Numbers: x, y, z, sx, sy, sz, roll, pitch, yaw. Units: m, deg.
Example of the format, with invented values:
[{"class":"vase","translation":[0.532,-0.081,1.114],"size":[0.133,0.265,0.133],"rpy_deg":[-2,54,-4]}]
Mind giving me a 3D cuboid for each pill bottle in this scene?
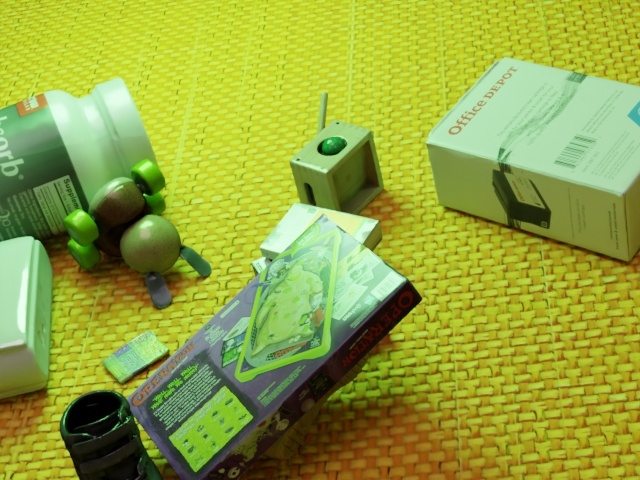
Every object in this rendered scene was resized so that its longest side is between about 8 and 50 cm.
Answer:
[{"class":"pill bottle","translation":[-0.442,-0.105,1.949],"size":[0.363,0.210,0.210],"rpy_deg":[-23,40,-9]}]

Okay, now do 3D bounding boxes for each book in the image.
[{"class":"book","translation":[0.000,0.000,1.770],"size":[0.144,0.035,0.096],"rpy_deg":[16,51,32]}]

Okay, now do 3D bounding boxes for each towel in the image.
[{"class":"towel","translation":[-0.250,0.158,1.740],"size":[0.083,0.009,0.060],"rpy_deg":[-34,44,-20]}]

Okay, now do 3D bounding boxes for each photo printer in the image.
[{"class":"photo printer","translation":[-0.533,0.128,1.786],"size":[0.307,0.107,0.256],"rpy_deg":[-13,40,2]}]

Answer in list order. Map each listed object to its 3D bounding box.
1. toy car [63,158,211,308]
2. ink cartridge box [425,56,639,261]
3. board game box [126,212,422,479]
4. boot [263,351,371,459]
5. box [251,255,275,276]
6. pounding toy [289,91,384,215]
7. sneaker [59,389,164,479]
[{"class":"toy car","translation":[-0.252,0.008,1.856],"size":[0.155,0.149,0.188],"rpy_deg":[-40,74,-22]},{"class":"ink cartridge box","translation":[0.338,-0.121,1.785],"size":[0.307,0.129,0.223],"rpy_deg":[19,51,34]},{"class":"board game box","translation":[-0.062,0.134,1.537],"size":[0.347,0.056,0.208],"rpy_deg":[-43,43,-5]},{"class":"boot","translation":[-0.062,0.142,1.611],"size":[0.207,0.090,0.248],"rpy_deg":[23,68,37]},{"class":"box","translation":[-0.004,0.075,1.737],"size":[0.114,0.036,0.207],"rpy_deg":[-24,41,-10]},{"class":"pounding toy","translation":[0.017,-0.117,1.872],"size":[0.100,0.141,0.130],"rpy_deg":[20,51,35]},{"class":"sneaker","translation":[-0.223,0.288,1.474],"size":[0.104,0.147,0.296],"rpy_deg":[-27,42,-17]}]
